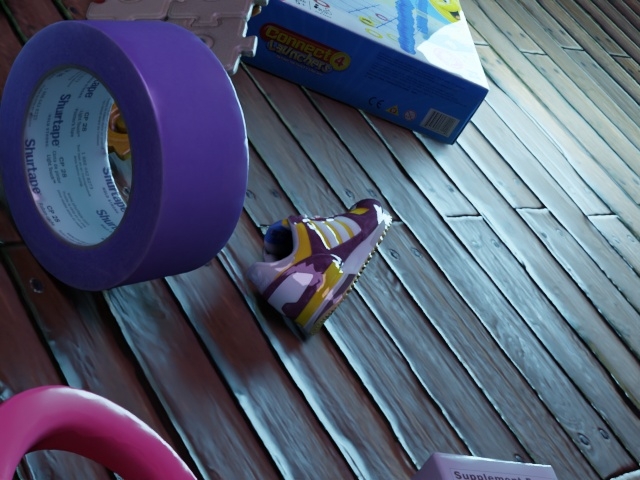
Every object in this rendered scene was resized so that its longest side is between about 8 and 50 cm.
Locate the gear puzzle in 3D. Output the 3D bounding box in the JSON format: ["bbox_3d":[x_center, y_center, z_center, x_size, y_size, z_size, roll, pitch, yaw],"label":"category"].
[{"bbox_3d":[-0.139,-0.186,1.061,0.176,0.044,0.338,1,47,8],"label":"gear puzzle"}]

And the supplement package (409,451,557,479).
[{"bbox_3d":[0.113,0.240,0.719,0.105,0.105,0.179,12,38,-29],"label":"supplement package"}]

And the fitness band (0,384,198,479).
[{"bbox_3d":[-0.095,0.206,0.575,0.209,0.054,0.290,14,44,-49],"label":"fitness band"}]

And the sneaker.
[{"bbox_3d":[0.000,0.000,0.968,0.084,0.069,0.185,37,32,-4],"label":"sneaker"}]

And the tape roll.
[{"bbox_3d":[-0.145,-0.062,0.815,0.080,0.189,0.189,-13,55,-48],"label":"tape roll"}]

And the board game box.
[{"bbox_3d":[0.024,-0.278,1.335,0.308,0.086,0.302,19,36,-21],"label":"board game box"}]
